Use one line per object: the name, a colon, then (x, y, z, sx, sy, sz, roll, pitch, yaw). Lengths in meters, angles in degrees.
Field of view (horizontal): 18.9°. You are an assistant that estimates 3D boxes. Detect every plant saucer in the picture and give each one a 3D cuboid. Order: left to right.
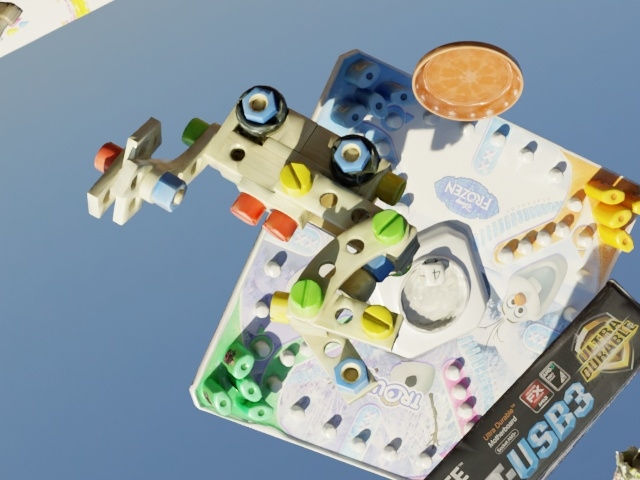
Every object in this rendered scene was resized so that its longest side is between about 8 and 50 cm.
plant saucer: (0.111, -0.122, 1.448, 0.083, 0.083, 0.013, -21, -133, 29)

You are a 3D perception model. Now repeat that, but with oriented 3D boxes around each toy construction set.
toy construction set: (-0.046, -0.019, 1.766, 0.215, 0.328, 0.151, -58, 180, -11)

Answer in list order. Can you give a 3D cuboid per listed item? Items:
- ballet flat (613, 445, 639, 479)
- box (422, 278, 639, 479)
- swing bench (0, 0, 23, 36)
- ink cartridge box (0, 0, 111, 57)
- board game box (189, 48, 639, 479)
ballet flat: (0.345, 0.211, 1.782, 0.091, 0.077, 0.241, -7, 170, -31)
box: (0.126, 0.196, 1.513, 0.295, 0.073, 0.293, -45, 168, -20)
swing bench: (-0.466, -0.202, 1.826, 0.165, 0.254, 0.253, 18, -112, 41)
ink cartridge box: (-0.320, -0.327, 2.087, 0.278, 0.201, 0.117, -26, -168, 2)
board game box: (0.115, 0.056, 1.965, 0.390, 0.390, 0.050, -66, -154, 3)
